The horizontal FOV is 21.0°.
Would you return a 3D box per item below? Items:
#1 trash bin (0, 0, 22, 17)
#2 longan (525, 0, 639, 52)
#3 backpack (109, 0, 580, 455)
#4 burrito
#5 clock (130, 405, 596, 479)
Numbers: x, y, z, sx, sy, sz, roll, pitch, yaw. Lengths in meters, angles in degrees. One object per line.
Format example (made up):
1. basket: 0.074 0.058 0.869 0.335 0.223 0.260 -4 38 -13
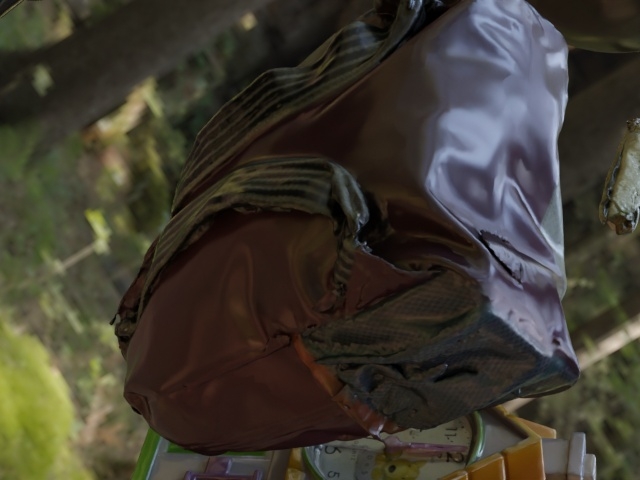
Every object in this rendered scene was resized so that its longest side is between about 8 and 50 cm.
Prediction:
1. trash bin: -0.192 -0.228 0.999 0.182 0.209 0.290 42 28 -10
2. longan: 0.259 -0.308 1.516 0.297 0.297 0.297 57 6 -10
3. backpack: 0.000 0.000 1.056 0.197 0.317 0.283 40 41 -32
4. burrito: 0.324 -0.066 1.813 0.185 0.045 0.041 -63 168 -46
5. clock: 0.033 0.188 1.205 0.235 0.310 0.166 -75 163 -49
